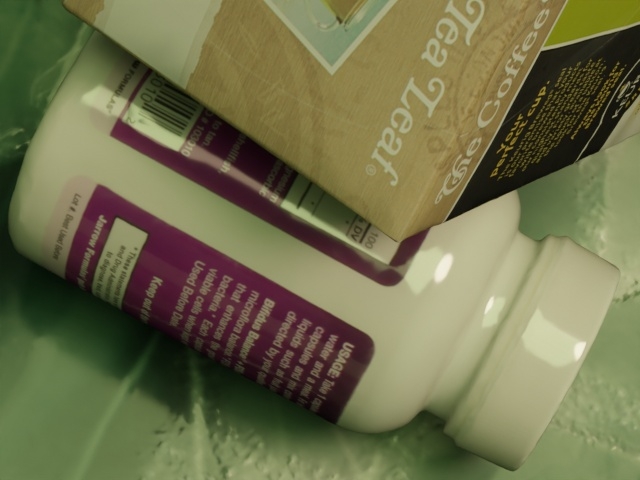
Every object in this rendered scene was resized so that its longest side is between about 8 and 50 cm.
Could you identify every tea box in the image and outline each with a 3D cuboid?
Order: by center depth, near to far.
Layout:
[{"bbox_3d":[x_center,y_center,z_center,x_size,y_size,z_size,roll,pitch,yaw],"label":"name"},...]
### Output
[{"bbox_3d":[0.096,-0.216,0.950,0.220,0.323,0.329,35,116,17],"label":"tea box"}]

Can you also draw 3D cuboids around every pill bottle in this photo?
[{"bbox_3d":[0.000,0.000,1.035,0.301,0.169,0.169,28,71,3],"label":"pill bottle"}]
